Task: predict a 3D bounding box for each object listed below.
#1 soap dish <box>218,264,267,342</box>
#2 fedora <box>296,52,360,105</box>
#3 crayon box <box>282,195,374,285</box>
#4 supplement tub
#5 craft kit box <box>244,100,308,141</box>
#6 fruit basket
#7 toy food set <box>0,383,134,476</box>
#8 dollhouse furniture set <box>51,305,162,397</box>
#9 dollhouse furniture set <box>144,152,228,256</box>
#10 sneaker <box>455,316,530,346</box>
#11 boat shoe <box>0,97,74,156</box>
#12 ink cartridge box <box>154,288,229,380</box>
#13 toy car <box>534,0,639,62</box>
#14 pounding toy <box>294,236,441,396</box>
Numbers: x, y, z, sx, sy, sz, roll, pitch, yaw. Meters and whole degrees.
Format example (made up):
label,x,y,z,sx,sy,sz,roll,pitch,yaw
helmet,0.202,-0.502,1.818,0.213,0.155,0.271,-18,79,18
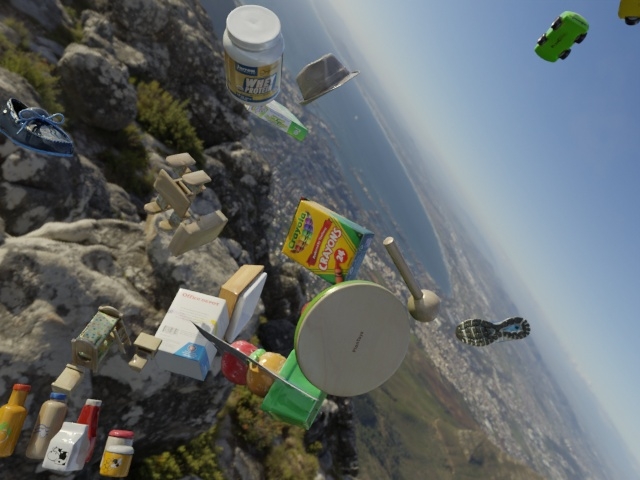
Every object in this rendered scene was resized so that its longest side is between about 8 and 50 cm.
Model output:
label,x,y,z,sx,sy,sz,roll,pitch,yaw
soap dish,-0.342,0.255,1.788,0.118,0.291,0.229,28,32,6
fedora,0.006,-0.628,1.661,0.124,0.243,0.275,57,-26,-17
crayon box,0.000,0.000,1.455,0.318,0.202,0.081,29,17,30
supplement tub,-0.164,-0.447,1.065,0.144,0.144,0.200,64,-17,18
craft kit box,-0.193,-0.495,1.641,0.249,0.061,0.247,22,25,-38
fruit basket,-0.147,0.328,1.115,0.353,0.165,0.327,31,-23,18
toy food set,-0.389,0.299,0.692,0.111,0.232,0.105,68,27,-64
dollhouse furniture set,-0.472,0.262,0.980,0.160,0.101,0.182,20,36,-4
dollhouse furniture set,-0.424,-0.095,1.286,0.242,0.212,0.161,47,35,8
sneaker,0.400,0.217,1.015,0.073,0.162,0.064,52,35,-66
boat shoe,-0.651,-0.260,0.974,0.258,0.089,0.109,25,12,20
ink cartridge box,-0.433,0.316,1.469,0.168,0.171,0.233,99,7,-51
toy car,0.452,-0.397,0.735,0.239,0.053,0.225,32,-17,0
pounding toy,0.057,0.121,0.698,0.183,0.237,0.110,49,-5,-21
